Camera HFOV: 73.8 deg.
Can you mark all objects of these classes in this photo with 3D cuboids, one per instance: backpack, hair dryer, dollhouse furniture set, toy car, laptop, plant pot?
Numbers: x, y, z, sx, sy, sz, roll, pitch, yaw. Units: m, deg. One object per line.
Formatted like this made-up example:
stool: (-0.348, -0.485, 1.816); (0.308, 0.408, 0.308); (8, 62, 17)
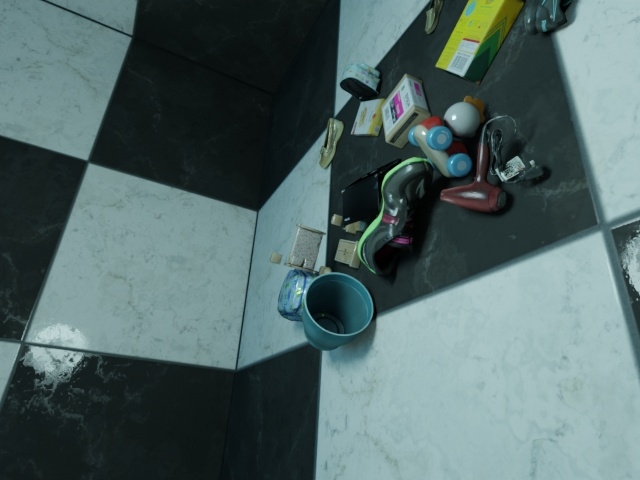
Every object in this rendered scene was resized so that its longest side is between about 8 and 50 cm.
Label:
backpack: (-0.075, 0.264, 2.049); (0.355, 0.273, 0.290); (8, 76, 54)
hair dryer: (0.473, -0.189, 1.226); (0.293, 0.080, 0.224); (-40, 56, 35)
dollhouse furniture set: (0.000, 0.000, 1.863); (0.174, 0.355, 0.303); (12, 86, 66)
toy car: (0.443, -0.346, 1.367); (0.238, 0.210, 0.219); (-41, 15, 6)
backpack: (0.195, -0.797, 2.133); (0.166, 0.188, 0.144); (-2, 74, 66)
laptop: (0.215, -0.203, 1.795); (0.264, 0.137, 0.234); (-37, 12, -35)
plant pot: (0.046, 0.310, 1.718); (0.255, 0.271, 0.272); (110, 162, -51)

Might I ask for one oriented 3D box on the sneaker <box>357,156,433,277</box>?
sneaker: (0.289, -0.067, 1.509); (0.202, 0.185, 0.483); (-116, 34, -47)

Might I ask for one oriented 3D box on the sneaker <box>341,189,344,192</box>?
sneaker: (0.169, -0.169, 1.958); (0.215, 0.084, 0.083); (-129, 29, -56)

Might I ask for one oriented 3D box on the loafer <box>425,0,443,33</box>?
loafer: (0.467, -0.943, 1.789); (0.056, 0.050, 0.148); (23, 97, 67)

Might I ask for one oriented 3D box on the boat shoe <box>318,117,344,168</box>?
boat shoe: (0.043, -0.556, 2.449); (0.285, 0.089, 0.104); (-70, 24, 12)

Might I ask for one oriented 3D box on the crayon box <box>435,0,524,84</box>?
crayon box: (0.540, -0.711, 1.440); (0.319, 0.081, 0.202); (-64, 25, 24)

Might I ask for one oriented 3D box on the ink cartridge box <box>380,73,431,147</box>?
ink cartridge box: (0.345, -0.534, 1.761); (0.193, 0.088, 0.235); (-50, 32, 46)

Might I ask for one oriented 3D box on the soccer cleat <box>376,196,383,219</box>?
soccer cleat: (0.262, -0.142, 1.714); (0.068, 0.076, 0.196); (-24, 54, 61)

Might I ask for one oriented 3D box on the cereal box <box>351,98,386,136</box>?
cereal box: (0.239, -0.597, 2.088); (0.240, 0.047, 0.173); (31, 104, 66)

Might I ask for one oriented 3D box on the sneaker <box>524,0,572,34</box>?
sneaker: (0.659, -0.702, 1.186); (0.106, 0.101, 0.267); (14, 87, 45)
